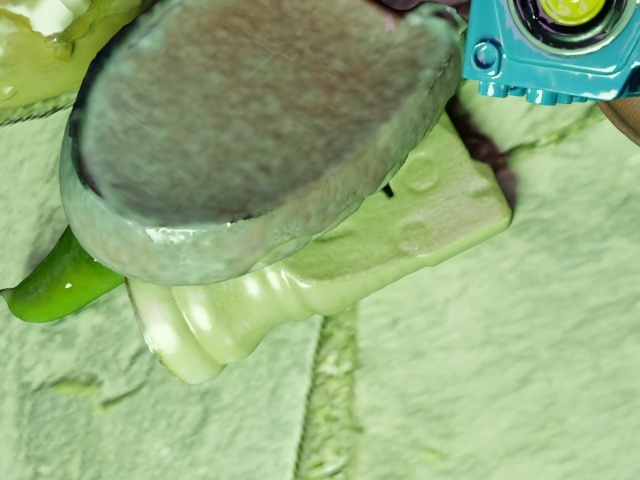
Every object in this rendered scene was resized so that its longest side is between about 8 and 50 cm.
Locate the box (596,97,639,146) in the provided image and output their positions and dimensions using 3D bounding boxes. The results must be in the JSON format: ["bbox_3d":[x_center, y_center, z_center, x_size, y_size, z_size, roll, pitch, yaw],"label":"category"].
[{"bbox_3d":[0.297,-0.170,0.559,0.404,0.108,0.263,-11,81,25],"label":"box"}]

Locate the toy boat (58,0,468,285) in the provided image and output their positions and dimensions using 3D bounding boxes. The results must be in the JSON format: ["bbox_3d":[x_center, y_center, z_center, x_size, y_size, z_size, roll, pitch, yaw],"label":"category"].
[{"bbox_3d":[-0.032,-0.062,0.668,0.155,0.085,0.227,40,67,18],"label":"toy boat"}]

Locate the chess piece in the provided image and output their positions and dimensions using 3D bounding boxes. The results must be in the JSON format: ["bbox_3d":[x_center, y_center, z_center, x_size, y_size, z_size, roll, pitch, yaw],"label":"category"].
[{"bbox_3d":[0.000,0.000,0.702,0.200,0.090,0.090,-25,73,8],"label":"chess piece"}]

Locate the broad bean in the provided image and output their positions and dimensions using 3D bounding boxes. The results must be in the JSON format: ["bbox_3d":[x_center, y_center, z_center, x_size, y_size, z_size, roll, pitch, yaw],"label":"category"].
[{"bbox_3d":[-0.072,-0.036,0.752,0.297,0.043,0.060,-31,82,17],"label":"broad bean"}]

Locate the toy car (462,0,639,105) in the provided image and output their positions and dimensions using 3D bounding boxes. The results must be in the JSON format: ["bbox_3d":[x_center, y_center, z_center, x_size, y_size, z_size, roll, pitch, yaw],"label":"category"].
[{"bbox_3d":[0.146,-0.066,0.514,0.191,0.097,0.100,12,103,27],"label":"toy car"}]

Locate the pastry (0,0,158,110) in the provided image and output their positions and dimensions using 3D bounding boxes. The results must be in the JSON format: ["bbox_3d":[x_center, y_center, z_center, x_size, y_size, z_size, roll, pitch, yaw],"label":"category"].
[{"bbox_3d":[-0.170,-0.223,0.743,0.284,0.184,0.316,40,100,12],"label":"pastry"}]
